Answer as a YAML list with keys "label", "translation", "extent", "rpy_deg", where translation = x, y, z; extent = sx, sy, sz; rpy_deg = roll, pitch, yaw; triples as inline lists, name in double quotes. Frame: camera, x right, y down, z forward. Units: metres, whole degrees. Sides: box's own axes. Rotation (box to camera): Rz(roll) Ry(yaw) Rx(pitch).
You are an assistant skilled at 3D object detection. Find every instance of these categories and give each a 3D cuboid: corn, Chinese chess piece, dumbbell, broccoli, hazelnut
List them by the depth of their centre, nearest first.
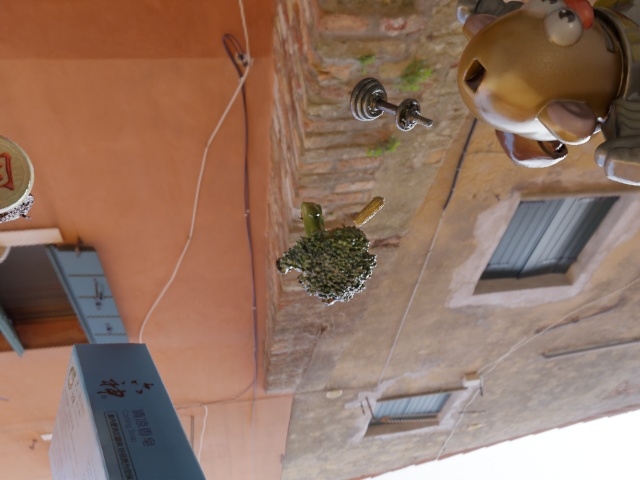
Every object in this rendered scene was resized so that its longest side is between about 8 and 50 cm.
- label: "Chinese chess piece"
  translation: [-0.494, -0.099, 0.766]
  extent: [0.122, 0.122, 0.051]
  rpy_deg: [-30, -158, -29]
- label: "broccoli"
  translation: [0.002, 0.001, 0.767]
  extent: [0.122, 0.118, 0.204]
  rpy_deg: [-40, -144, 12]
- label: "corn"
  translation: [0.101, -0.063, 1.074]
  extent: [0.028, 0.083, 0.027]
  rpy_deg: [53, -164, 20]
- label: "dumbbell"
  translation: [0.171, -0.322, 1.258]
  extent: [0.110, 0.110, 0.254]
  rpy_deg: [-27, -139, -27]
- label: "hazelnut"
  translation: [0.517, -0.276, 1.272]
  extent: [0.160, 0.202, 0.170]
  rpy_deg: [-22, -143, 15]

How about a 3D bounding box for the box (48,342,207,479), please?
- label: "box"
  translation: [-0.190, 0.218, 0.486]
  extent: [0.083, 0.143, 0.232]
  rpy_deg: [7, -160, -35]

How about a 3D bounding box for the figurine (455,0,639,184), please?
- label: "figurine"
  translation: [0.290, -0.198, 0.595]
  extent: [0.284, 0.167, 0.343]
  rpy_deg: [-12, -147, -16]

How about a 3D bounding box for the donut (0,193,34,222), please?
- label: "donut"
  translation: [-0.690, -0.083, 1.025]
  extent: [0.141, 0.085, 0.217]
  rpy_deg: [46, -154, -6]
